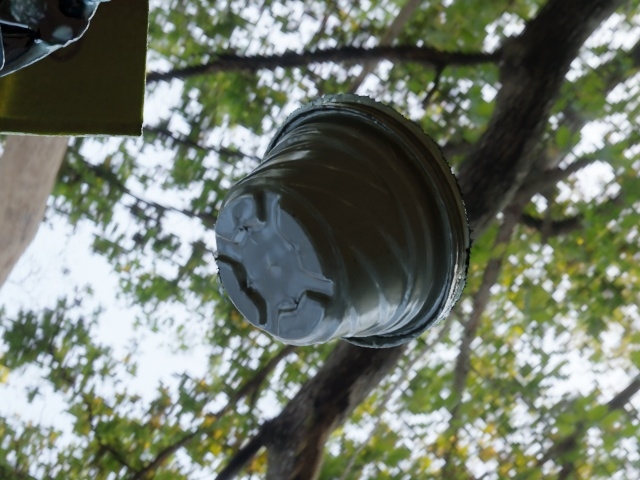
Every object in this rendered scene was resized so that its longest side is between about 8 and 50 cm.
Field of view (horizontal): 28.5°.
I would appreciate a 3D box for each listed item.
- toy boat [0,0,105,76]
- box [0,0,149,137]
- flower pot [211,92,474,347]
[{"bbox_3d":[-0.137,-0.078,0.440,0.137,0.060,0.061,-20,-147,-40],"label":"toy boat"},{"bbox_3d":[-0.130,-0.141,0.521,0.121,0.030,0.193,-1,-80,-28],"label":"box"},{"bbox_3d":[0.000,0.000,1.078,0.140,0.235,0.235,-24,-109,-43],"label":"flower pot"}]
